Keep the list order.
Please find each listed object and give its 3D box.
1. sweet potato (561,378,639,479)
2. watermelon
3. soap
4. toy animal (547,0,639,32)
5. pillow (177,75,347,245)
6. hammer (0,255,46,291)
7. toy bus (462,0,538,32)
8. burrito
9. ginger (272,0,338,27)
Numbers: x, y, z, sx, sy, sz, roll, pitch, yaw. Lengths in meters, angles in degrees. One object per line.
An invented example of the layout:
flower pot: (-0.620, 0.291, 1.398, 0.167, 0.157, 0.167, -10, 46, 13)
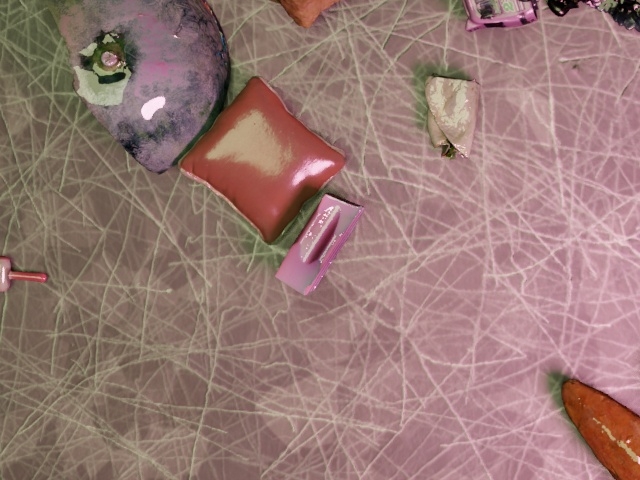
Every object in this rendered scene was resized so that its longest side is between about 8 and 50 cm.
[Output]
sweet potato: (0.419, 0.281, 1.738, 0.252, 0.097, 0.097, 44, 99, 7)
watermelon: (-0.244, -0.268, 1.732, 0.188, 0.175, 0.322, -35, 91, 11)
soap: (0.000, 0.000, 1.760, 0.056, 0.100, 0.149, 33, 100, 4)
toy animal: (0.352, -0.345, 1.706, 0.108, 0.062, 0.220, -44, 87, -9)
pillow: (-0.078, -0.109, 1.770, 0.179, 0.075, 0.171, 41, 95, -9)
hammer: (-0.438, 0.050, 1.865, 0.083, 0.031, 0.052, 5, 99, 1)
toy bus: (0.221, -0.374, 1.697, 0.108, 0.096, 0.199, -17, 91, 13)
burrito: (0.176, -0.167, 1.748, 0.074, 0.044, 0.118, 4, 94, 10)
ginger: (-0.051, -0.416, 1.701, 0.270, 0.123, 0.219, 44, 139, 19)
